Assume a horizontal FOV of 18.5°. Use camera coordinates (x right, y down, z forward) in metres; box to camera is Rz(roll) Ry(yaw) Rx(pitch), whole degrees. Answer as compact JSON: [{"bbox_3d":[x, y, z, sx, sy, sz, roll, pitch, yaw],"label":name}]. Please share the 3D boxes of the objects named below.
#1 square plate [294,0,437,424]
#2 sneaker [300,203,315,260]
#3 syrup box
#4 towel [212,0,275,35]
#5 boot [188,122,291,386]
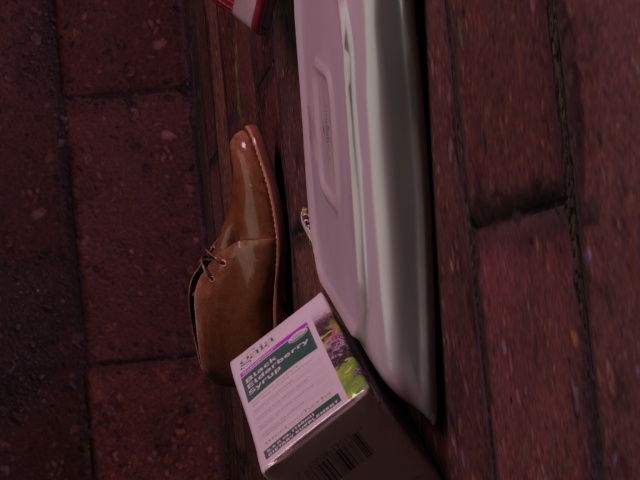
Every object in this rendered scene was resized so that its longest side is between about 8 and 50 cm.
[{"bbox_3d":[0.025,-0.076,1.432,0.344,0.049,0.347,-125,31,-76],"label":"square plate"},{"bbox_3d":[0.000,0.000,1.766,0.035,0.031,0.083,91,171,-45],"label":"sneaker"},{"bbox_3d":[0.006,0.129,1.425,0.096,0.093,0.237,52,-177,-18],"label":"syrup box"},{"bbox_3d":[-0.156,-0.366,1.879,0.329,0.037,0.237,42,149,18],"label":"towel"},{"bbox_3d":[-0.095,0.021,2.235,0.112,0.115,0.305,-123,30,-79],"label":"boot"}]
